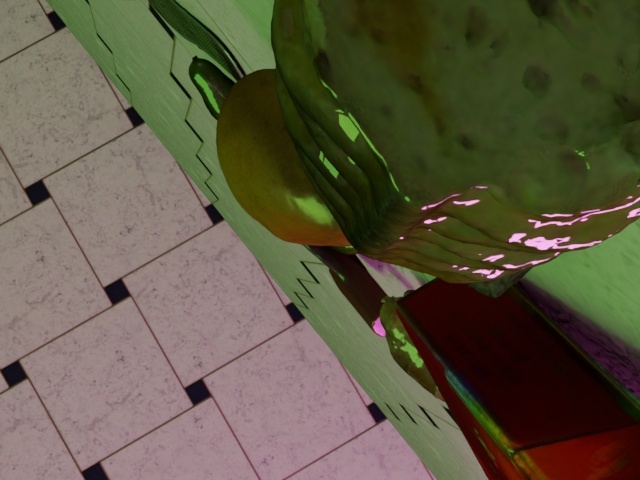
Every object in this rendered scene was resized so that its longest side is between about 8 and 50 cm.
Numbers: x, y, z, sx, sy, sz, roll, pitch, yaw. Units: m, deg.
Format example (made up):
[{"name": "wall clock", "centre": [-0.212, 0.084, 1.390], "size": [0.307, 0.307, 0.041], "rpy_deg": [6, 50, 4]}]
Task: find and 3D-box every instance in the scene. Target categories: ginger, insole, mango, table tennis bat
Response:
[{"name": "ginger", "centre": [0.141, 0.134, 1.154], "size": [0.333, 0.081, 0.148], "rpy_deg": [47, 177, 40]}, {"name": "insole", "centre": [-0.159, -0.251, 1.431], "size": [0.322, 0.007, 0.109], "rpy_deg": [45, 172, 48]}, {"name": "mango", "centre": [-0.014, -0.061, 1.034], "size": [0.227, 0.109, 0.147], "rpy_deg": [44, 146, 52]}, {"name": "table tennis bat", "centre": [0.000, 0.000, 1.451], "size": [0.200, 0.038, 0.310], "rpy_deg": [34, -168, -48]}]

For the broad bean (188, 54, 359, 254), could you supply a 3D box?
[{"name": "broad bean", "centre": [-0.035, -0.080, 1.349], "size": [0.292, 0.049, 0.144], "rpy_deg": [47, 171, 17]}]

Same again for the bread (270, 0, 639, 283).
[{"name": "bread", "centre": [0.053, -0.053, 0.502], "size": [0.152, 0.130, 0.267], "rpy_deg": [46, 175, 3]}]

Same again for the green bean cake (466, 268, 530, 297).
[{"name": "green bean cake", "centre": [0.070, -0.042, 0.767], "size": [0.135, 0.056, 0.136], "rpy_deg": [57, 172, -33]}]

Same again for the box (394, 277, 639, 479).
[{"name": "box", "centre": [0.171, 0.158, 0.841], "size": [0.197, 0.089, 0.313], "rpy_deg": [62, 175, -26]}]
